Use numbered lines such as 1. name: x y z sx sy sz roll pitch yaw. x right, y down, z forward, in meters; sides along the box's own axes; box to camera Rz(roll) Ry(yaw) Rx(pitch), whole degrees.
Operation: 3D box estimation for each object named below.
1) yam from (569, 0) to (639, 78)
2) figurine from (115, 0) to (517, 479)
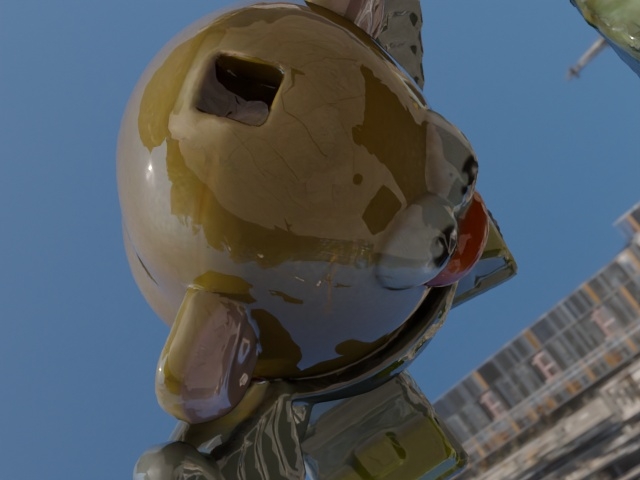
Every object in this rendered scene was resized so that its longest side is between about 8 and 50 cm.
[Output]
1. yam: 0.246 -0.075 0.487 0.300 0.195 0.195 33 -137 -38
2. figurine: -0.001 0.001 0.554 0.167 0.285 0.343 -10 -119 12
